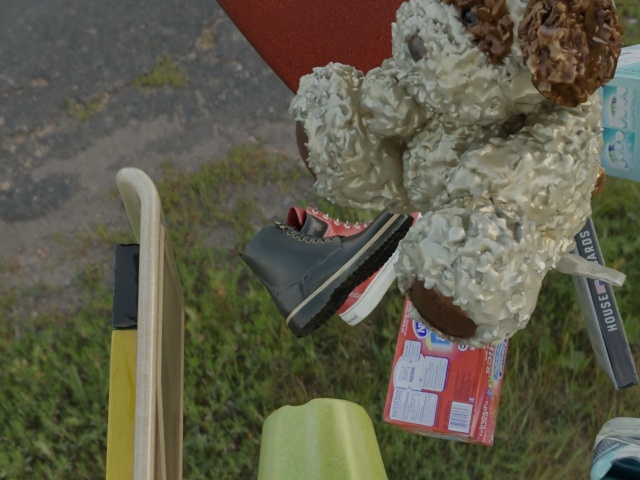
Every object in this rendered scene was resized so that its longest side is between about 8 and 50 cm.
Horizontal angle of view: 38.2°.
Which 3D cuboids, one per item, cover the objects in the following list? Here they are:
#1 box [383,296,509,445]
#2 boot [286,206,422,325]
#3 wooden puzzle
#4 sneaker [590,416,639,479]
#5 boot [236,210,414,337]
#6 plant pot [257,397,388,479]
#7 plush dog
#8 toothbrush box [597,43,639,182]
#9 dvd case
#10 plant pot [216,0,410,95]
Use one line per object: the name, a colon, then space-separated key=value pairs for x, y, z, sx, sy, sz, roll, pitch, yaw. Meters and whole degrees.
box: x=0.186 y=0.145 z=1.289 sx=0.128 sy=0.122 sz=0.257 roll=5 pitch=74 yaw=26
boot: x=0.049 y=-0.018 z=1.342 sx=0.176 sy=0.088 sz=0.244 roll=44 pitch=50 yaw=-5
wooden puzzle: x=-0.108 y=0.101 z=0.587 sx=0.044 sy=0.221 sz=0.239 roll=-5 pitch=72 yaw=-7
sneaker: x=0.513 y=0.321 z=1.292 sx=0.283 sy=0.110 sz=0.122 roll=-12 pitch=18 yaw=39
boot: x=0.000 y=0.000 z=1.097 sx=0.198 sy=0.077 sz=0.137 roll=-44 pitch=71 yaw=7
plant pot: x=0.004 y=0.397 z=1.442 sx=0.275 sy=0.276 sz=0.254 roll=-9 pitch=53 yaw=5
plush dog: x=0.113 y=-0.097 z=0.574 sx=0.210 sy=0.226 sz=0.262 roll=-13 pitch=40 yaw=-19
toothbrush box: x=0.434 y=-0.149 z=1.086 sx=0.216 sy=0.126 sz=0.295 roll=-16 pitch=21 yaw=-28
dvd case: x=0.300 y=0.036 z=1.039 sx=0.029 sy=0.179 sz=0.239 roll=-17 pitch=88 yaw=11
plant pot: x=0.045 y=-0.290 z=0.893 sx=0.235 sy=0.267 sz=0.267 roll=29 pitch=54 yaw=-16
